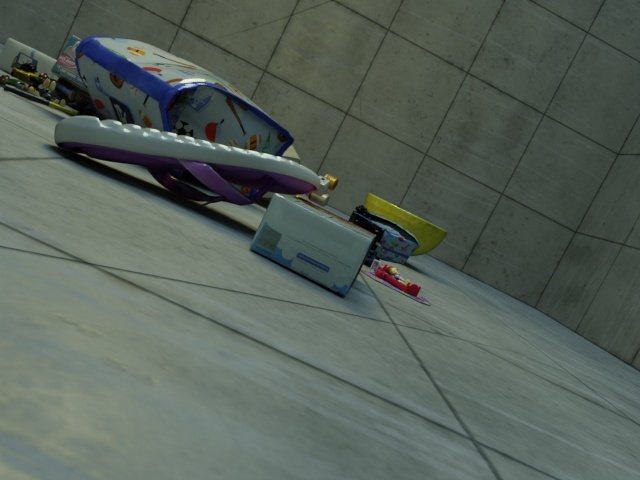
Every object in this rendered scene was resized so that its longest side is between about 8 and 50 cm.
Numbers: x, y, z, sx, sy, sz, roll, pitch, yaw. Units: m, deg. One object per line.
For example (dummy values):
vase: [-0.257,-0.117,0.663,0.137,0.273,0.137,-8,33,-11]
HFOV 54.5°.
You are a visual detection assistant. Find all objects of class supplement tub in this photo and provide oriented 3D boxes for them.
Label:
supplement tub: [-0.621,-0.399,1.709,0.106,0.106,0.198,28,5,16]

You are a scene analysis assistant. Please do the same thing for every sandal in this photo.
sandal: [-0.202,-0.101,0.981,0.416,0.102,0.169,10,-3,-25]

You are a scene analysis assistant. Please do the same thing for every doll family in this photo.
doll family: [-0.629,-0.348,1.386,0.111,0.076,0.193,24,-1,15]

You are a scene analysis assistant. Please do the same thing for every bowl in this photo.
bowl: [0.248,-0.024,2.015,0.289,0.156,0.289,27,6,-3]

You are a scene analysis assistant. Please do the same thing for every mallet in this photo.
mallet: [-0.561,-0.285,1.305,0.189,0.039,0.062,21,6,-16]

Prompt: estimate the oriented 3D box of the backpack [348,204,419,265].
backpack: [0.138,0.002,1.450,0.173,0.117,0.158,26,5,0]

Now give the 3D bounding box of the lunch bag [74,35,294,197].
lunch bag: [-0.306,-0.273,1.344,0.328,0.239,0.385,33,1,29]

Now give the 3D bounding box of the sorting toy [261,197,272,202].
sorting toy: [-0.209,-0.167,1.820,0.208,0.038,0.193,29,6,23]

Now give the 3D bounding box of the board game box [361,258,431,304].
board game box: [0.158,0.078,1.273,0.168,0.033,0.133,26,5,-1]

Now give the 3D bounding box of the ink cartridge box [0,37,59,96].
ink cartridge box: [-0.765,-0.468,1.742,0.212,0.093,0.154,30,5,17]

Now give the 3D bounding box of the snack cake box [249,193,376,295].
snack cake box: [0.000,0.000,0.971,0.152,0.089,0.264,25,5,6]

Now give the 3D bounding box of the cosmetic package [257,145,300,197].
cosmetic package: [-0.152,-0.206,1.665,0.160,0.113,0.309,5,17,-12]

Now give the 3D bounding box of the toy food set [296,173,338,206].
toy food set: [-0.049,-0.134,1.793,0.104,0.111,0.232,28,37,15]

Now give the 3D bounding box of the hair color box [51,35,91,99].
hair color box: [-0.504,-0.361,1.575,0.174,0.105,0.347,29,-6,11]
